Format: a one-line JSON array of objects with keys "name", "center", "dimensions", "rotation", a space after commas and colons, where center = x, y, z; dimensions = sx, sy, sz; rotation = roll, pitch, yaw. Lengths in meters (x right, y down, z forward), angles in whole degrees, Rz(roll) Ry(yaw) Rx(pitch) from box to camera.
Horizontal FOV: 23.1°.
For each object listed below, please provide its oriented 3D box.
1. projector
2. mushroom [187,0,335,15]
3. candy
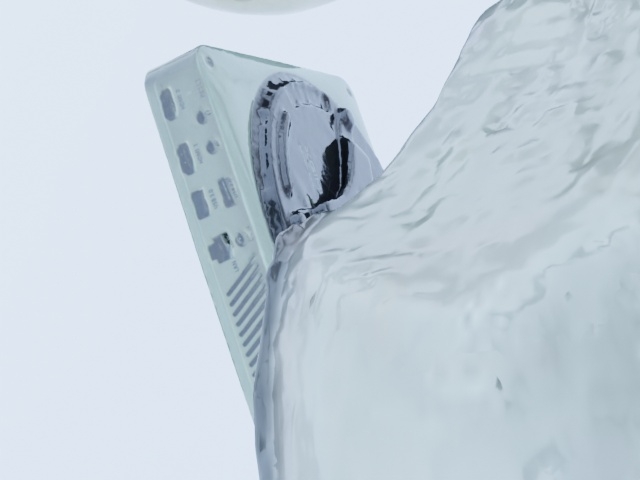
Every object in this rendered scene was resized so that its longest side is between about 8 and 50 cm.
[{"name": "projector", "center": [0.000, 0.000, 1.077], "dimensions": [0.079, 0.259, 0.257], "rotation": [-22, -98, 22]}, {"name": "mushroom", "center": [-0.073, -0.376, 1.324], "dimensions": [0.325, 0.353, 0.353], "rotation": [19, -100, 29]}, {"name": "candy", "center": [0.133, 0.121, 0.568], "dimensions": [0.186, 0.386, 0.427], "rotation": [-5, -74, 23]}]
